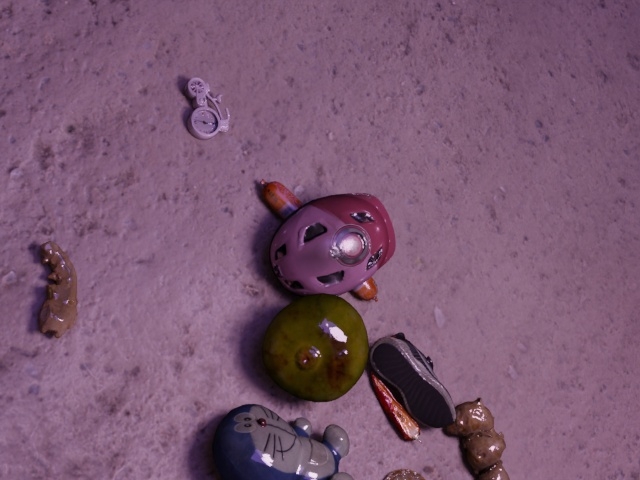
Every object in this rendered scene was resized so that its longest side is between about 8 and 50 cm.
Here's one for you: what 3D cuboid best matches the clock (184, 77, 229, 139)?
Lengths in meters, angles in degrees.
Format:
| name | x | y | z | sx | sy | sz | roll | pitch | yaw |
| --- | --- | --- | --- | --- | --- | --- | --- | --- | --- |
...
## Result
| name | x | y | z | sx | sy | sz | roll | pitch | yaw |
| --- | --- | --- | --- | --- | --- | --- | --- | --- | --- |
| clock | -0.235 | -0.270 | 2.070 | 0.087 | 0.041 | 0.129 | -9 | 81 | -28 |

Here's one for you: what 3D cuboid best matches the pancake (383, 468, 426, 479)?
| name | x | y | z | sx | sy | sz | roll | pitch | yaw |
| --- | --- | --- | --- | --- | --- | --- | --- | --- | --- |
| pancake | 0.172 | 0.521 | 1.995 | 0.139 | 0.022 | 0.139 | 11 | 65 | -25 |

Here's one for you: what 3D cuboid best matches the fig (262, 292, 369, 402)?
| name | x | y | z | sx | sy | sz | roll | pitch | yaw |
| --- | --- | --- | --- | --- | --- | --- | --- | --- | --- |
| fig | -0.003 | 0.199 | 1.945 | 0.203 | 0.203 | 0.225 | 49 | 16 | -4 |

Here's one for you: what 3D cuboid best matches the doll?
| name | x | y | z | sx | sy | sz | roll | pitch | yaw |
| --- | --- | --- | --- | --- | --- | --- | --- | --- | --- |
| doll | -0.072 | 0.393 | 1.835 | 0.258 | 0.154 | 0.228 | 34 | 24 | -22 |

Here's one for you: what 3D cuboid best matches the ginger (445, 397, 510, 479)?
| name | x | y | z | sx | sy | sz | roll | pitch | yaw |
| --- | --- | --- | --- | --- | --- | --- | --- | --- | --- |
| ginger | 0.335 | 0.432 | 2.091 | 0.104 | 0.080 | 0.204 | -25 | 82 | -2 |

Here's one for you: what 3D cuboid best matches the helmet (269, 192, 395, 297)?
| name | x | y | z | sx | sy | sz | roll | pitch | yaw |
| --- | --- | --- | --- | --- | --- | --- | --- | --- | --- |
| helmet | 0.022 | 0.014 | 1.990 | 0.253 | 0.154 | 0.198 | -20 | 96 | 5 |

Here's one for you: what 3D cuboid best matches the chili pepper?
| name | x | y | z | sx | sy | sz | roll | pitch | yaw |
| --- | --- | --- | --- | --- | --- | --- | --- | --- | --- |
| chili pepper | 0.148 | 0.341 | 2.051 | 0.045 | 0.027 | 0.178 | -36 | 91 | -39 |

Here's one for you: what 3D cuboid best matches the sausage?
| name | x | y | z | sx | sy | sz | roll | pitch | yaw |
| --- | --- | --- | --- | --- | --- | --- | --- | --- | --- |
| sausage | 0.000 | 0.000 | 2.087 | 0.348 | 0.053 | 0.053 | 46 | 56 | -6 |

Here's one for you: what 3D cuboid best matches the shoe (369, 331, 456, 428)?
| name | x | y | z | sx | sy | sz | roll | pitch | yaw |
| --- | --- | --- | --- | --- | --- | --- | --- | --- | --- |
| shoe | 0.199 | 0.276 | 2.064 | 0.227 | 0.099 | 0.112 | 48 | 25 | -3 |

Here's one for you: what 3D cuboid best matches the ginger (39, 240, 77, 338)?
| name | x | y | z | sx | sy | sz | roll | pitch | yaw |
| --- | --- | --- | --- | --- | --- | --- | --- | --- | --- |
| ginger | -0.465 | 0.088 | 1.795 | 0.069 | 0.051 | 0.173 | 7 | 62 | -33 |
